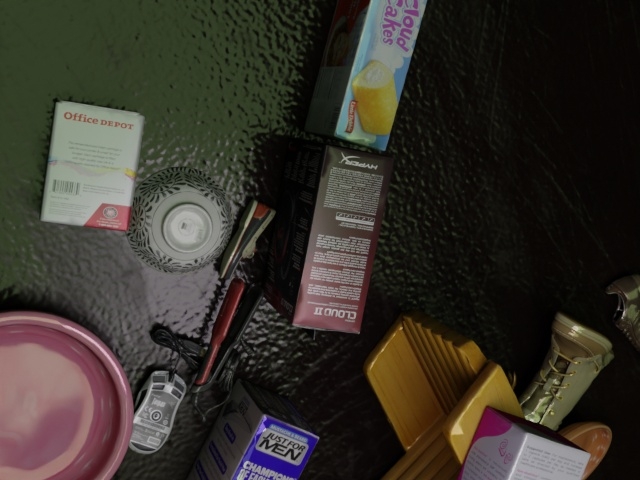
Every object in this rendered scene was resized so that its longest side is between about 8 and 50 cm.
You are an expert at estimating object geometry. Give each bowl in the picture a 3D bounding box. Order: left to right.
[{"bbox_3d":[-0.208,-0.023,1.415,0.170,0.080,0.170,-3,101,-16],"label":"bowl"}]

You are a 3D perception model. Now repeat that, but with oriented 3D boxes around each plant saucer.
[{"bbox_3d":[-0.449,0.258,1.384,0.332,0.084,0.332,-3,101,-18],"label":"plant saucer"},{"bbox_3d":[0.438,0.397,1.675,0.200,0.037,0.200,-23,137,-23],"label":"plant saucer"}]

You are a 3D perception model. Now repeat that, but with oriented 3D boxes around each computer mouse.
[{"bbox_3d":[-0.253,0.240,1.467,0.106,0.042,0.193,27,85,-24],"label":"computer mouse"}]

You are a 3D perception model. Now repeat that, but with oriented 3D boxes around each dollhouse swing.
[{"bbox_3d":[0.127,0.334,1.441,0.305,0.347,0.315,-30,107,-10],"label":"dollhouse swing"}]

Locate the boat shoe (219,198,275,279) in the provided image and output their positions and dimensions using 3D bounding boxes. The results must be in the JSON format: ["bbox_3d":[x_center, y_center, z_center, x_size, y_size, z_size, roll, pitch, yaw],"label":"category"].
[{"bbox_3d":[-0.117,0.003,1.467,0.043,0.049,0.137,27,85,-21],"label":"boat shoe"}]

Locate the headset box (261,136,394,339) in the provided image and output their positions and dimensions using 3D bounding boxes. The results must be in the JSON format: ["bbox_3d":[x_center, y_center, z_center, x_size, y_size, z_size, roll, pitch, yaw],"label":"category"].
[{"bbox_3d":[0.000,0.000,1.411,0.110,0.218,0.293,9,96,-17],"label":"headset box"}]

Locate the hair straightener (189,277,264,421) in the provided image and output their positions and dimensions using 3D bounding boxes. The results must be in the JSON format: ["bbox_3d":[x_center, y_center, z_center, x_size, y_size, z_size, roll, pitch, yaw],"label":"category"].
[{"bbox_3d":[-0.137,0.178,1.468,0.089,0.047,0.230,22,84,-35],"label":"hair straightener"}]

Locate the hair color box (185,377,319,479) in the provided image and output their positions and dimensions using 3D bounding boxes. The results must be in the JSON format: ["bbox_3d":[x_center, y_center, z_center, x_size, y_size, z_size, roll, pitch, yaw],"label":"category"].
[{"bbox_3d":[-0.143,0.406,1.453,0.110,0.185,0.338,25,91,-20],"label":"hair color box"}]

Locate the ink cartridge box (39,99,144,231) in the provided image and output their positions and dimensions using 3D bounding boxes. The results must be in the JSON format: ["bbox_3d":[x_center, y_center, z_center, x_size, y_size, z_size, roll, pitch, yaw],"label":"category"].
[{"bbox_3d":[-0.335,-0.110,1.362,0.128,0.072,0.175,8,97,-18],"label":"ink cartridge box"}]

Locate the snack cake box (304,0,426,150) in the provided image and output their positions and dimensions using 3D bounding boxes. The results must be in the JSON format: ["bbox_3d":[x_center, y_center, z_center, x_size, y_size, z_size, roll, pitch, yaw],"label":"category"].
[{"bbox_3d":[0.068,-0.278,1.421,0.089,0.152,0.264,13,96,-20],"label":"snack cake box"}]

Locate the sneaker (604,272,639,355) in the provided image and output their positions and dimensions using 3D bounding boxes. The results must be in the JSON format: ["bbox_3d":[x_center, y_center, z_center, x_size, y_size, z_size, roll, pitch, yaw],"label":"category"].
[{"bbox_3d":[0.574,0.155,1.712,0.071,0.066,0.188,-17,99,3],"label":"sneaker"}]

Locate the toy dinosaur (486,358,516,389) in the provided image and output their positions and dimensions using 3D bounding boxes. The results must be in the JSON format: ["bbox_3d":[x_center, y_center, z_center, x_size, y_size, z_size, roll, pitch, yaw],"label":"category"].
[{"bbox_3d":[0.291,0.278,1.618,0.112,0.064,0.211,-8,66,-31],"label":"toy dinosaur"}]

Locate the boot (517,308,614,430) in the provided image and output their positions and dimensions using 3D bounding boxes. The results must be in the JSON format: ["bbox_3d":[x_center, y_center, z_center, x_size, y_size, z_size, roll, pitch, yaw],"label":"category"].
[{"bbox_3d":[0.404,0.233,1.597,0.203,0.095,0.262,-51,151,-1],"label":"boot"}]

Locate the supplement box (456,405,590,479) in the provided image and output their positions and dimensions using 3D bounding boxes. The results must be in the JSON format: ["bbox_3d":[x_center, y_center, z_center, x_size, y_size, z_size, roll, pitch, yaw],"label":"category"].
[{"bbox_3d":[0.248,0.350,1.237,0.114,0.111,0.220,20,93,-20],"label":"supplement box"}]
